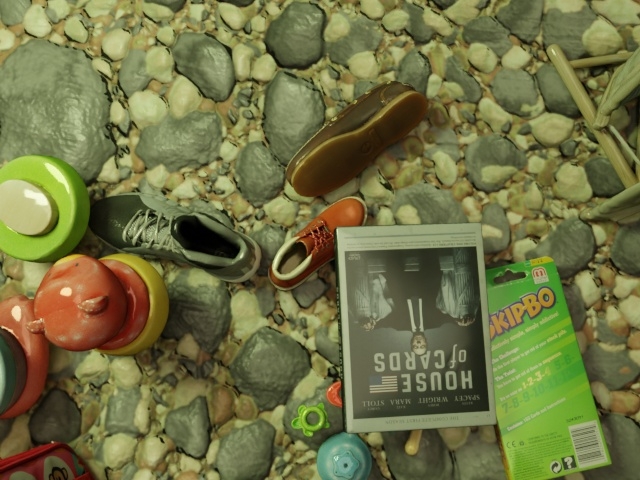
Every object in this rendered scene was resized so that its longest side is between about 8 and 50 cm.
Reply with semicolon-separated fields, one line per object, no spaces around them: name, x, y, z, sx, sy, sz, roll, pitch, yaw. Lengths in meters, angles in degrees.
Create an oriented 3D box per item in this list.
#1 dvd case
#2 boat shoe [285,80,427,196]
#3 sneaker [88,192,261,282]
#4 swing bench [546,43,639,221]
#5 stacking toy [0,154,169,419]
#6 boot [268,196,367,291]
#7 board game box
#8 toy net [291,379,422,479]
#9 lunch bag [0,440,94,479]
dvd case;0.110;0.100;0.786;0.179;0.029;0.239;-2;81;-5
boat shoe;0.039;-0.134;0.861;0.207;0.073;0.073;-34;45;-9
sneaker;-0.184;-0.017;0.802;0.228;0.132;0.086;15;81;2
swing bench;0.401;-0.171;0.770;0.165;0.253;0.255;-9;81;-2
stacking toy;-0.365;0.055;0.753;0.309;0.130;0.280;-32;82;10
boot;0.000;0.000;0.826;0.158;0.084;0.059;-44;82;-8
board game box;0.260;0.157;0.824;0.124;0.039;0.260;-12;83;-3
toy net;0.088;0.205;0.813;0.232;0.045;0.122;-28;80;-6
lunch bag;-0.309;0.320;0.666;0.120;0.293;0.258;-30;82;0
